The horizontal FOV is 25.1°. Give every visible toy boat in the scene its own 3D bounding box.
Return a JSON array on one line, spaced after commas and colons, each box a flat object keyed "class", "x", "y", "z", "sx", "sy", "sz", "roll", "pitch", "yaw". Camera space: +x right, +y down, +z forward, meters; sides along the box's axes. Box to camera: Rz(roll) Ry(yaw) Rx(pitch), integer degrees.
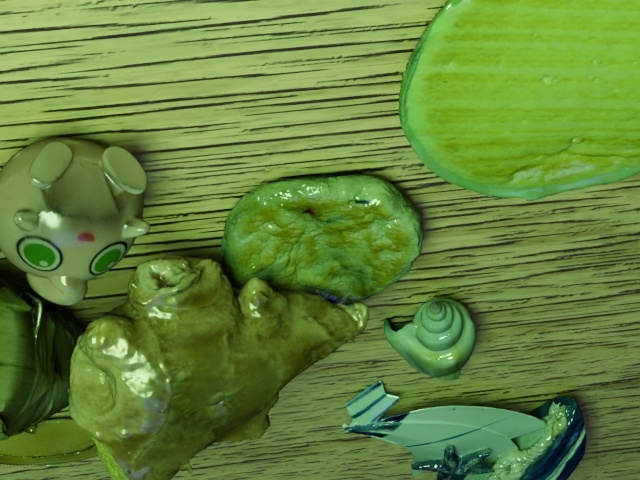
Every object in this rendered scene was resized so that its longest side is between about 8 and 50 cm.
[{"class": "toy boat", "x": -0.274, "y": 0.210, "z": 1.492, "sx": 0.149, "sy": 0.047, "sz": 0.049, "roll": -5, "pitch": 158, "yaw": -2}, {"class": "toy boat", "x": 0.154, "y": 0.235, "z": 1.616, "sx": 0.291, "sy": 0.070, "sz": 0.210, "roll": 4, "pitch": 137, "yaw": -13}]

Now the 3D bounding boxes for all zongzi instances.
[{"class": "zongzi", "x": -0.360, "y": 0.092, "z": 1.268, "sx": 0.323, "sy": 0.160, "sz": 0.360, "roll": 8, "pitch": 179, "yaw": 11}]

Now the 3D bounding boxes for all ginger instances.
[{"class": "ginger", "x": -0.093, "y": 0.096, "z": 1.250, "sx": 0.270, "sy": 0.123, "sz": 0.219, "roll": -31, "pitch": 129, "yaw": -20}]

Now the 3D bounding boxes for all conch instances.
[{"class": "conch", "x": 0.110, "y": 0.099, "z": 1.415, "sx": 0.088, "sy": 0.065, "sz": 0.180, "roll": -12, "pitch": 150, "yaw": 1}]

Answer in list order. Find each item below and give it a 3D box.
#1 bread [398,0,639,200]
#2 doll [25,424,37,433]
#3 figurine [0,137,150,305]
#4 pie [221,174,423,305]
[{"class": "bread", "x": 0.203, "y": -0.140, "z": 1.130, "sx": 0.301, "sy": 0.045, "sz": 0.301, "roll": -8, "pitch": 143, "yaw": -6}, {"class": "doll", "x": -0.311, "y": 0.147, "z": 1.402, "sx": 0.078, "sy": 0.077, "sz": 0.113, "roll": 18, "pitch": 173, "yaw": 3}, {"class": "figurine", "x": -0.200, "y": -0.019, "z": 1.131, "sx": 0.125, "sy": 0.125, "sz": 0.138, "roll": 9, "pitch": 140, "yaw": -24}, {"class": "pie", "x": 0.000, "y": 0.000, "z": 1.273, "sx": 0.186, "sy": 0.041, "sz": 0.187, "roll": -5, "pitch": 145, "yaw": -3}]
